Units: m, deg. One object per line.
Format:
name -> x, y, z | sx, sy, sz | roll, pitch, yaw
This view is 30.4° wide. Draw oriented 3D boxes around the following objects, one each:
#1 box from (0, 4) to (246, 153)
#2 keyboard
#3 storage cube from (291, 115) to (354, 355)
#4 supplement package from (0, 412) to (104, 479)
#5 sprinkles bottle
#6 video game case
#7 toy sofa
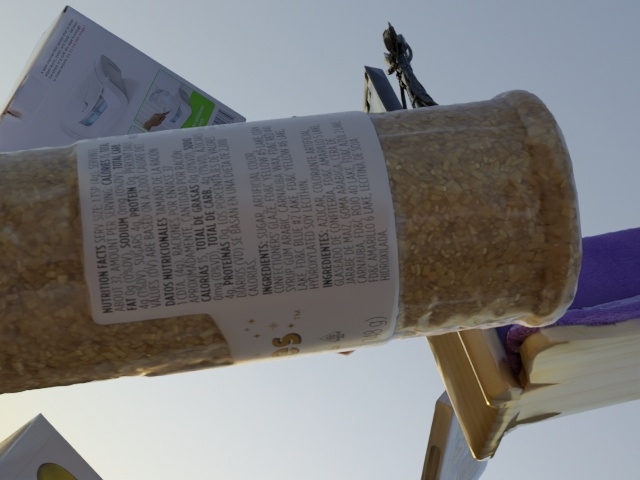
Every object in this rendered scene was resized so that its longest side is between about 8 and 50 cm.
box -> -0.236, -0.069, 1.226 | 0.231, 0.262, 0.127 | 30, -33, -18
keyboard -> 0.089, -0.083, 1.143 | 0.317, 0.033, 0.201 | -110, -163, -52
storage cube -> 0.000, 0.000, 1.373 | 0.193, 0.215, 0.184 | -43, -139, 46
supplement package -> -0.288, 0.357, 1.151 | 0.198, 0.199, 0.263 | -36, -80, 29
sprinkles bottle -> -0.062, 0.004, 0.557 | 0.121, 0.355, 0.121 | 173, -90, -81
video game case -> 0.153, 0.210, 1.249 | 0.023, 0.212, 0.193 | 18, -65, 20
toy sofa -> 0.272, 0.039, 0.935 | 0.177, 0.362, 0.150 | 97, -21, -53
